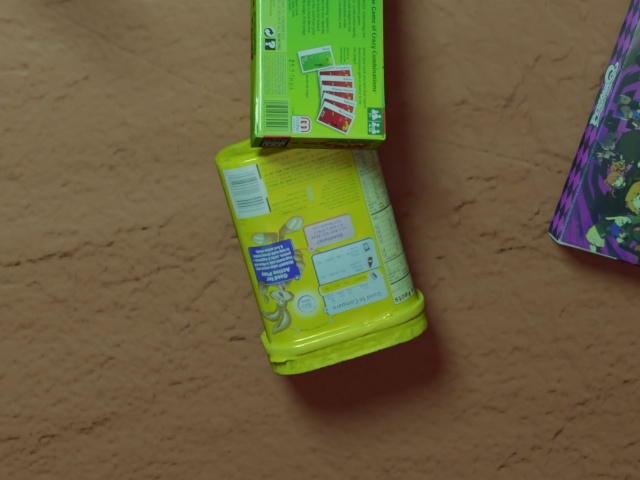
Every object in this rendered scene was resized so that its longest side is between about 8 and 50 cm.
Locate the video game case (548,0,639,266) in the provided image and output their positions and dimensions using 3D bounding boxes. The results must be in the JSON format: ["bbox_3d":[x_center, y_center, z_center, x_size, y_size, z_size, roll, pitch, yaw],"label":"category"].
[{"bbox_3d":[0.311,-0.080,1.418,0.210,0.042,0.232,17,103,-10],"label":"video game case"}]

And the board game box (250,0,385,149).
[{"bbox_3d":[-0.003,-0.157,1.318,0.092,0.043,0.181,1,82,-8],"label":"board game box"}]

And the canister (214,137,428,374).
[{"bbox_3d":[0.000,0.000,1.383,0.126,0.073,0.169,-17,106,-4],"label":"canister"}]
